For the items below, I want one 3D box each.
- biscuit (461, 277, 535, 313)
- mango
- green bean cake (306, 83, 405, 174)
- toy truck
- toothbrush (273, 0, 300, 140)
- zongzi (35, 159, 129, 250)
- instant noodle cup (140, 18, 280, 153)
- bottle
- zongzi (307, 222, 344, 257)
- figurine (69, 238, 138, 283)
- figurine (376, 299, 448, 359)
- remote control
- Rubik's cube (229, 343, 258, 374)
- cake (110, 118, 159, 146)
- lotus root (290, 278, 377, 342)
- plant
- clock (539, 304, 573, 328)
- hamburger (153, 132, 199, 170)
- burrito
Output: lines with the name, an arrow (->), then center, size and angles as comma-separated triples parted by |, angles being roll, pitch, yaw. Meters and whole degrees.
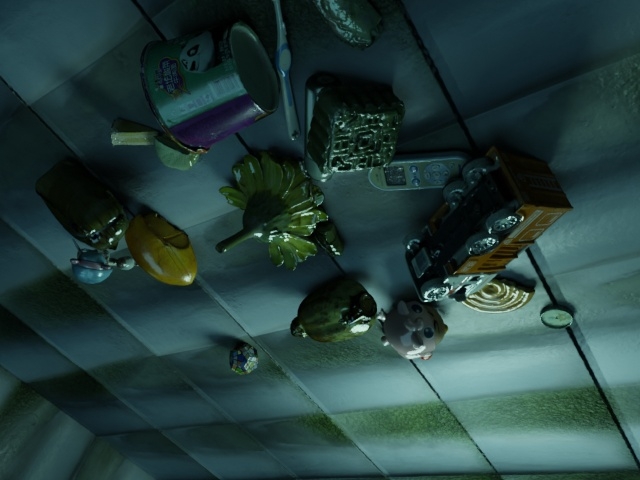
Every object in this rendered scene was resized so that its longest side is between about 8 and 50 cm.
biscuit -> 0.442, 0.145, 1.515 | 0.225, 0.033, 0.144 | 17, 136, 5
mango -> -0.465, 0.032, 1.666 | 0.252, 0.154, 0.126 | 49, 138, -9
green bean cake -> 0.075, -0.227, 1.185 | 0.182, 0.094, 0.173 | -6, 135, -21
toy truck -> 0.361, -0.016, 1.275 | 0.207, 0.173, 0.387 | 3, 143, -26
toothbrush -> -0.076, -0.374, 1.195 | 0.040, 0.040, 0.385 | 5, 134, 16
zongzi -> -0.609, -0.021, 1.599 | 0.323, 0.160, 0.360 | 38, 157, 38
instant noodle cup -> -0.212, -0.324, 1.163 | 0.190, 0.251, 0.251 | -15, 126, 21
bottle -> -0.003, -0.244, 1.262 | 0.096, 0.079, 0.253 | -5, 136, -7
zongzi -> 0.000, 0.000, 1.528 | 0.119, 0.055, 0.109 | 1, 136, 36
figurine -> -0.670, 0.075, 1.733 | 0.206, 0.102, 0.260 | 21, 180, -17
figurine -> 0.267, 0.259, 1.634 | 0.186, 0.176, 0.287 | -25, 151, -11
remote control -> 0.228, -0.160, 1.287 | 0.245, 0.047, 0.087 | -1, 136, 20
Rubik's cube -> -0.272, 0.420, 2.004 | 0.111, 0.111, 0.093 | 37, 106, -16
cake -> -0.469, -0.275, 1.447 | 0.121, 0.065, 0.052 | 0, 137, -12
lotus root -> 0.032, 0.212, 1.648 | 0.309, 0.173, 0.173 | -22, 122, 41
plant -> -0.116, -0.074, 1.395 | 0.261, 0.297, 0.305 | -34, 92, 11
clock -> 0.632, 0.205, 1.514 | 0.085, 0.017, 0.085 | 11, 136, 11
hamburger -> -0.371, -0.221, 1.448 | 0.121, 0.054, 0.084 | 22, 140, 2
burrito -> -0.002, -0.479, 1.046 | 0.096, 0.066, 0.309 | -29, 119, 33
